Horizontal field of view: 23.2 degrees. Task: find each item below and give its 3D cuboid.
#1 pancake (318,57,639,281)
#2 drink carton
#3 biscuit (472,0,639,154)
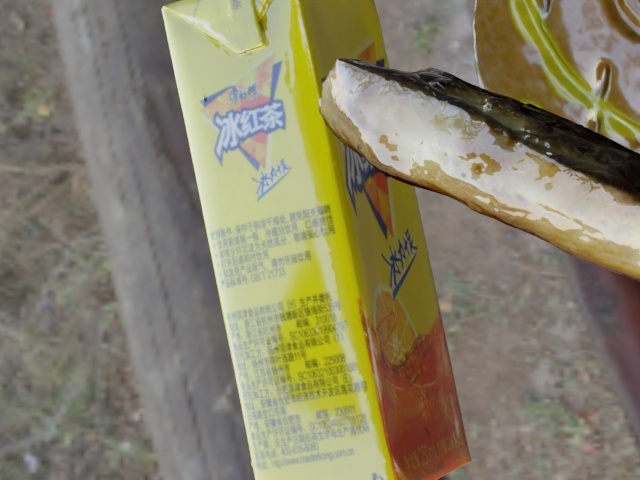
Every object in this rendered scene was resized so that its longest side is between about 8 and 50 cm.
[{"bbox_3d":[0.106,-0.030,0.733,0.257,0.212,0.056,-132,63,-71],"label":"pancake"},{"bbox_3d":[0.000,0.000,1.074,0.111,0.154,0.351,-12,88,23],"label":"drink carton"},{"bbox_3d":[0.280,-0.134,1.007,0.394,0.070,0.351,14,117,28],"label":"biscuit"}]
